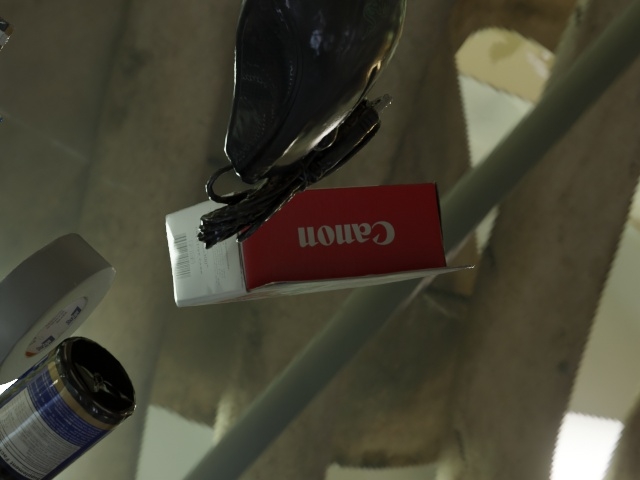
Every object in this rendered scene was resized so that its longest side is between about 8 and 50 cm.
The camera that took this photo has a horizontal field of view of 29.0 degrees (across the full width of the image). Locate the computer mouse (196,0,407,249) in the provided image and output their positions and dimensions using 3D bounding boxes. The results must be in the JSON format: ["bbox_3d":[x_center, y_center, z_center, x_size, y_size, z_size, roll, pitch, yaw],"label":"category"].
[{"bbox_3d":[0.005,-0.106,0.805,0.072,0.272,0.188,37,-121,17],"label":"computer mouse"}]

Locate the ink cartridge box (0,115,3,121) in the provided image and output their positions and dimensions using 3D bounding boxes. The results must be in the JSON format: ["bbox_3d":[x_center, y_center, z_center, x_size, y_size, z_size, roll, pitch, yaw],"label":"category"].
[{"bbox_3d":[-0.393,-0.098,1.168,0.090,0.143,0.092,52,-148,-13],"label":"ink cartridge box"}]

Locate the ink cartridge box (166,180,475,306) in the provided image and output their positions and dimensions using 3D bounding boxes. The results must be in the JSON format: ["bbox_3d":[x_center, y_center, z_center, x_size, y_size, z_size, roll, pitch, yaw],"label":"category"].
[{"bbox_3d":[0.000,0.000,1.606,0.309,0.272,0.130,-5,-94,-32],"label":"ink cartridge box"}]

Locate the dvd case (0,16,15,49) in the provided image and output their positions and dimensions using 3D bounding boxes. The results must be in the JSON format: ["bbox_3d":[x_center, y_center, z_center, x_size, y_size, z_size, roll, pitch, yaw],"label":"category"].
[{"bbox_3d":[-0.438,-0.172,1.289,0.164,0.221,0.018,35,-178,19],"label":"dvd case"}]

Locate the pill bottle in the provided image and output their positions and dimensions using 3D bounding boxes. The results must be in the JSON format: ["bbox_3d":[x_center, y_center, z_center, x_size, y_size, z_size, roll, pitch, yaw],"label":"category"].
[{"bbox_3d":[-0.338,0.223,1.488,0.123,0.219,0.123,46,-163,-18],"label":"pill bottle"}]

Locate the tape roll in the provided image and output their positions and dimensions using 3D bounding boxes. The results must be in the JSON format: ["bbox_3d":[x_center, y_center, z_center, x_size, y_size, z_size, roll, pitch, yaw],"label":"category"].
[{"bbox_3d":[-0.377,0.092,1.656,0.072,0.219,0.219,43,-155,7],"label":"tape roll"}]
